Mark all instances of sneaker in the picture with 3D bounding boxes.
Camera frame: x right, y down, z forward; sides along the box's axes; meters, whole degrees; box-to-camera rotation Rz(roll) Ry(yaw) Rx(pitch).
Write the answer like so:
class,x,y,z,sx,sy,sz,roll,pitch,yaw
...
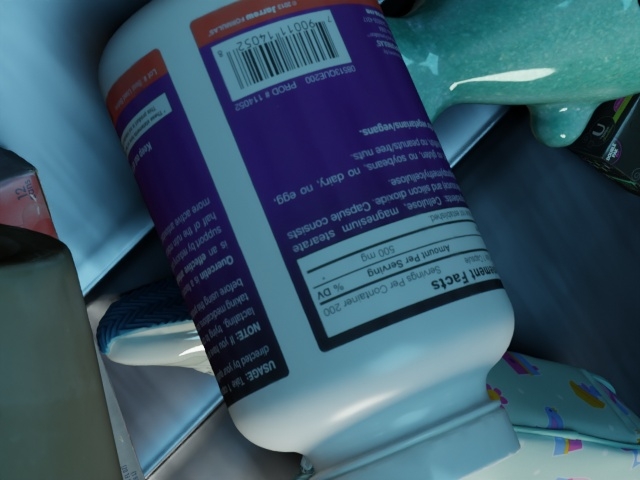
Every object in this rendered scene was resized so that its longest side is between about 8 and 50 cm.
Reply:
class,x,y,z,sx,sy,sz,roll,pitch,yaw
sneaker,-0.042,0.071,0.950,0.229,0.087,0.092,-4,109,-22

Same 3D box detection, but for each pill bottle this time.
class,x,y,z,sx,sy,sz,roll,pitch,yaw
pill bottle,0.000,0.000,0.823,0.181,0.181,0.323,-20,81,-18

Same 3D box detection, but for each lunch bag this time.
class,x,y,z,sx,sy,sz,roll,pitch,yaw
lunch bag,0.104,0.191,1.009,0.279,0.108,0.224,13,119,-37

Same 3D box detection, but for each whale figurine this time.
class,x,y,z,sx,sy,sz,roll,pitch,yaw
whale figurine,0.148,-0.154,0.937,0.272,0.141,0.216,-28,116,-14

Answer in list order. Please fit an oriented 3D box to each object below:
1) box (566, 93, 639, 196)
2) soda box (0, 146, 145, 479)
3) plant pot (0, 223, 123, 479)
class,x,y,z,sx,sy,sz,roll,pitch,yaw
box,0.246,-0.075,1.058,0.083,0.052,0.062,31,90,-28
soda box,-0.194,0.078,0.883,0.092,0.083,0.263,-23,113,-18
plant pot,-0.232,0.137,0.705,0.323,0.323,0.280,-1,100,-25
